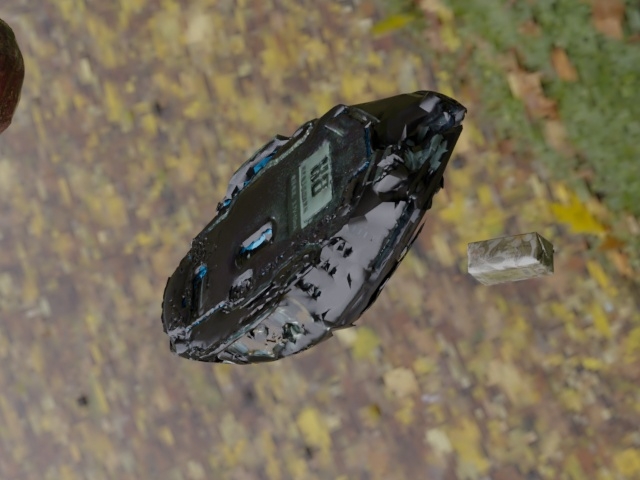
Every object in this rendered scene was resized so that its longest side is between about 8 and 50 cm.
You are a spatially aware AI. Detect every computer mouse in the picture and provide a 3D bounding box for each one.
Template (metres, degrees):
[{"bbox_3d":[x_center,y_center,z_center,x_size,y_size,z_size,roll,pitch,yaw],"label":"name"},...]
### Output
[{"bbox_3d":[0.000,0.000,0.992,0.241,0.077,0.146,-38,35,32],"label":"computer mouse"}]

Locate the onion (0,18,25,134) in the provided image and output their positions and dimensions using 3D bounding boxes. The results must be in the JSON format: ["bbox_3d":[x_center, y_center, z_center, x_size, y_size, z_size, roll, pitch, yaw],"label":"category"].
[{"bbox_3d":[-0.383,-0.154,1.855,0.218,0.139,0.195,51,130,36],"label":"onion"}]

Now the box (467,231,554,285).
[{"bbox_3d":[0.233,0.023,2.115,0.098,0.062,0.045,-8,67,26],"label":"box"}]
